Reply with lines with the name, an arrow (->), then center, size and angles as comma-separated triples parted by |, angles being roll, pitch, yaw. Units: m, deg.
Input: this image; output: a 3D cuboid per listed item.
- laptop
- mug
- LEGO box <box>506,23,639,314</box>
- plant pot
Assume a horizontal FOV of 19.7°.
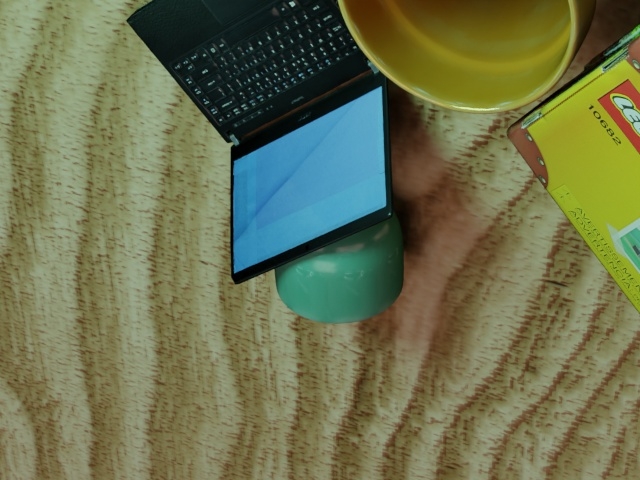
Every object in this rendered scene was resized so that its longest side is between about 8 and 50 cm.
laptop -> -0.063, -0.125, 1.766 | 0.234, 0.136, 0.264 | -24, 113, 42
mug -> 0.004, 0.005, 1.836 | 0.158, 0.129, 0.097 | -2, 130, 1
LEGO box -> 0.401, 0.024, 1.379 | 0.500, 0.193, 0.372 | 53, 167, 0
plant pot -> 0.142, -0.239, 1.498 | 0.205, 0.188, 0.205 | 17, 134, 18
